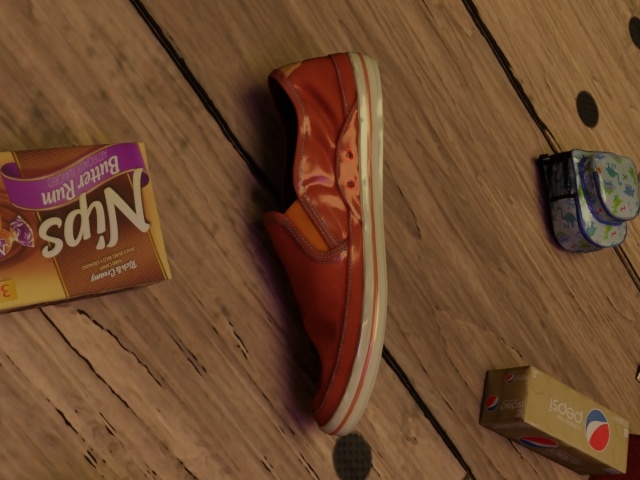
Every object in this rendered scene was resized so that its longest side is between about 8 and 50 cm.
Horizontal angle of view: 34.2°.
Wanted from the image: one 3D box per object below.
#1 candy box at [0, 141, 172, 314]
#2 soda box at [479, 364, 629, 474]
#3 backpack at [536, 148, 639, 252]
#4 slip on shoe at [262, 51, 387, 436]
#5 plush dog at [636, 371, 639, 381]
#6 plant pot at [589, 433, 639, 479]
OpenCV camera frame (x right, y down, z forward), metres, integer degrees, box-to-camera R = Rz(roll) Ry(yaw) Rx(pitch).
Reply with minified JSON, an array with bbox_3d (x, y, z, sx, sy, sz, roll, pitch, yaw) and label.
[{"bbox_3d":[-0.202,-0.007,0.733,0.187,0.053,0.109,-9,85,-42],"label":"candy box"},{"bbox_3d":[0.249,0.191,1.093,0.181,0.058,0.061,30,60,-34],"label":"soda box"},{"bbox_3d":[0.312,-0.046,1.194,0.105,0.084,0.114,3,80,-40],"label":"backpack"},{"bbox_3d":[0.000,0.000,0.892,0.101,0.123,0.331,0,83,-10],"label":"slip on shoe"},{"bbox_3d":[0.526,0.204,1.228,0.211,0.225,0.262,-22,95,-44],"label":"plush dog"},{"bbox_3d":[0.439,0.377,1.098,0.267,0.236,0.267,44,54,-26],"label":"plant pot"}]
